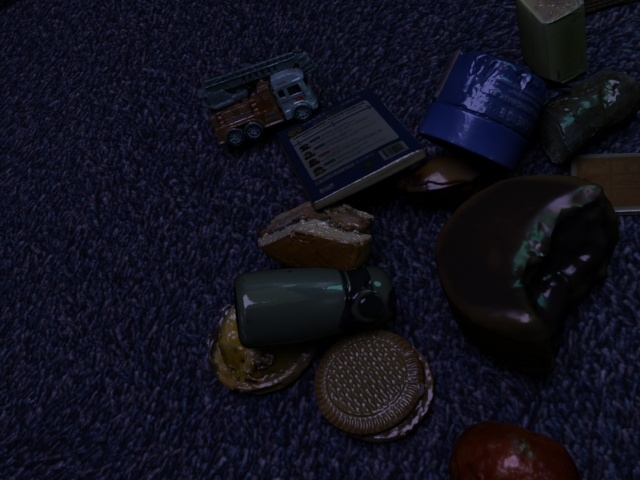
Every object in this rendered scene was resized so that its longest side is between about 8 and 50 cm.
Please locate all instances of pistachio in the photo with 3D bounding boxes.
[{"bbox_3d":[0.287,-0.140,1.788,0.211,0.130,0.165,-5,13,-3],"label":"pistachio"}]

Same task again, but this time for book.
[{"bbox_3d":[0.702,-0.131,1.699,0.242,0.018,0.170,0,58,19],"label":"book"},{"bbox_3d":[0.063,-0.248,1.905,0.300,0.039,0.428,-26,34,1],"label":"book"}]

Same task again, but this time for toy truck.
[{"bbox_3d":[-0.156,-0.405,2.058,0.339,0.184,0.133,-20,33,6],"label":"toy truck"}]

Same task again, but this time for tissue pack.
[{"bbox_3d":[0.581,-0.524,1.861,0.125,0.234,0.159,-27,53,4],"label":"tissue pack"}]

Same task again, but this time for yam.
[{"bbox_3d":[0.626,-0.301,1.759,0.254,0.154,0.154,-36,54,-8],"label":"yam"}]

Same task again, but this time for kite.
[{"bbox_3d":[0.534,-0.389,1.802,0.141,0.245,0.015,24,101,7],"label":"kite"}]

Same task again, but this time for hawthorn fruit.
[{"bbox_3d":[0.333,0.466,1.324,0.242,0.242,0.271,15,76,27],"label":"hawthorn fruit"}]

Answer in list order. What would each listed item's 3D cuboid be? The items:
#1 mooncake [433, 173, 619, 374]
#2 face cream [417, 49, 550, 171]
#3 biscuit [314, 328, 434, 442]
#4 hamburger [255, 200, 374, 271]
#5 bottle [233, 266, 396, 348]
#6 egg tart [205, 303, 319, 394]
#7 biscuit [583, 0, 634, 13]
[{"bbox_3d":[0.446,0.059,1.526,0.394,0.246,0.393,-23,49,4],"label":"mooncake"},{"bbox_3d":[0.383,-0.306,1.742,0.249,0.249,0.225,26,97,31],"label":"face cream"},{"bbox_3d":[0.115,0.310,1.587,0.259,0.079,0.259,-10,54,14],"label":"biscuit"},{"bbox_3d":[0.000,0.000,1.781,0.282,0.245,0.155,-39,9,44],"label":"hamburger"},{"bbox_3d":[-0.011,0.136,1.608,0.347,0.168,0.168,-6,55,-7],"label":"bottle"},{"bbox_3d":[-0.147,0.219,1.722,0.291,0.107,0.290,-9,56,13],"label":"egg tart"},{"bbox_3d":[0.751,-0.664,1.978,0.379,0.094,0.054,-14,55,11],"label":"biscuit"}]
